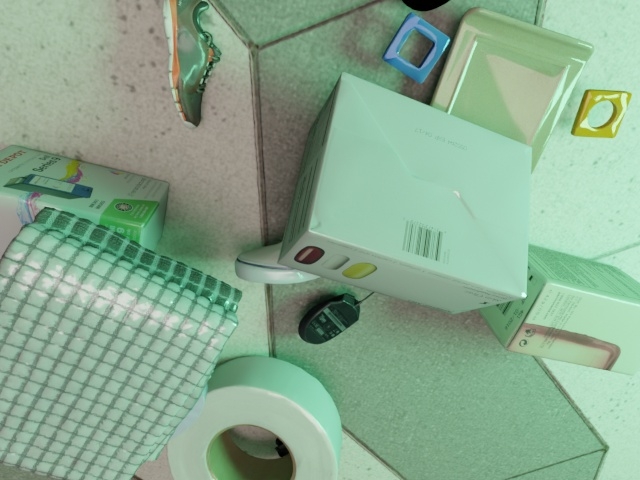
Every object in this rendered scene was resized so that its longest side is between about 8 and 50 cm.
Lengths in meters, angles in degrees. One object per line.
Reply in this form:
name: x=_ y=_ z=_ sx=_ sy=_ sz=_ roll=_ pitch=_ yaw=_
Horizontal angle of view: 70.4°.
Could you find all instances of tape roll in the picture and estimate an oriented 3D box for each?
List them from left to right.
tape roll: x=-0.108 y=0.347 z=0.770 sx=0.286 sy=0.100 sz=0.286 roll=2 pitch=105 yaw=6

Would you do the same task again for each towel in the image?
towel: x=-0.253 y=0.131 z=0.513 sx=0.235 sy=0.121 sz=0.283 roll=28 pitch=107 yaw=-19

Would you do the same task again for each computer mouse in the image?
computer mouse: x=0.064 y=0.088 z=0.744 sx=0.242 sy=0.041 sz=0.071 roll=-34 pitch=123 yaw=3

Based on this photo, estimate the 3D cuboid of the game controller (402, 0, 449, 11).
game controller: x=0.102 y=-0.395 z=0.446 sx=0.166 sy=0.067 sz=0.319 roll=-37 pitch=134 yaw=9

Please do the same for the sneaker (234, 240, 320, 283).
sneaker: x=0.000 y=0.000 z=0.670 sx=0.258 sy=0.094 sz=0.091 roll=-9 pitch=107 yaw=-11

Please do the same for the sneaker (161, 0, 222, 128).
sneaker: x=-0.154 y=-0.217 z=0.561 sx=0.065 sy=0.061 sz=0.157 roll=-5 pitch=117 yaw=-10

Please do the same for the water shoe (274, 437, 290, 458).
water shoe: x=-0.050 y=0.402 z=0.869 sx=0.080 sy=0.073 sz=0.203 roll=21 pitch=106 yaw=5

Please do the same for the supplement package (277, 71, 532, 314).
supplement package: x=0.105 y=-0.043 z=0.569 sx=0.262 sy=0.145 sz=0.204 roll=17 pitch=70 yaw=-13

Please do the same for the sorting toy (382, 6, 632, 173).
sorting toy: x=0.241 y=-0.191 z=0.620 sx=0.348 sy=0.047 sz=0.196 roll=13 pitch=119 yaw=-10

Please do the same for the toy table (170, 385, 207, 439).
toy table: x=-0.300 y=0.202 z=0.689 sx=0.274 sy=0.161 sz=0.252 roll=-3 pitch=116 yaw=-3

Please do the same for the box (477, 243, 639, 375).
box: x=0.385 y=0.102 z=0.715 sx=0.232 sy=0.148 sz=0.126 roll=14 pitch=114 yaw=-11

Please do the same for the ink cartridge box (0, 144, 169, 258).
ink cartridge box: x=-0.319 y=-0.036 z=0.576 sx=0.213 sy=0.154 sz=0.093 roll=12 pitch=114 yaw=-11
